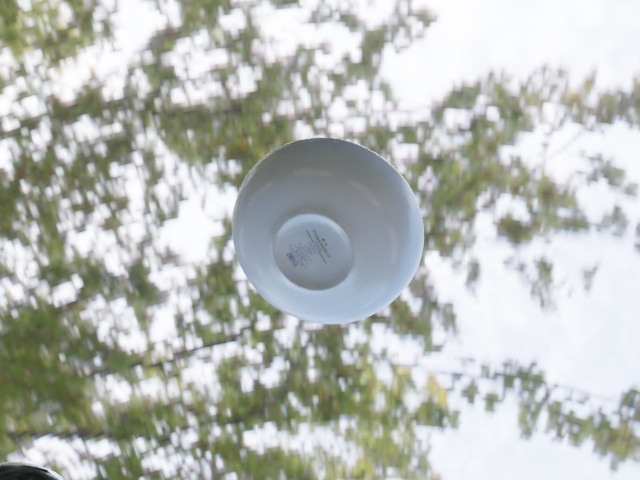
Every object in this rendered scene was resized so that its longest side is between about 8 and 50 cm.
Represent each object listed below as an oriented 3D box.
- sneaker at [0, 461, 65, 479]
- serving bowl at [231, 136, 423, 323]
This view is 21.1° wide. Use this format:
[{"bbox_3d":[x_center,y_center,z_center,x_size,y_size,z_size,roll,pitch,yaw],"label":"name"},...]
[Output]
[{"bbox_3d":[-0.127,0.173,0.571,0.080,0.081,0.211,15,-89,-13],"label":"sneaker"},{"bbox_3d":[0.000,0.000,0.722,0.083,0.083,0.027,14,-155,10],"label":"serving bowl"}]
